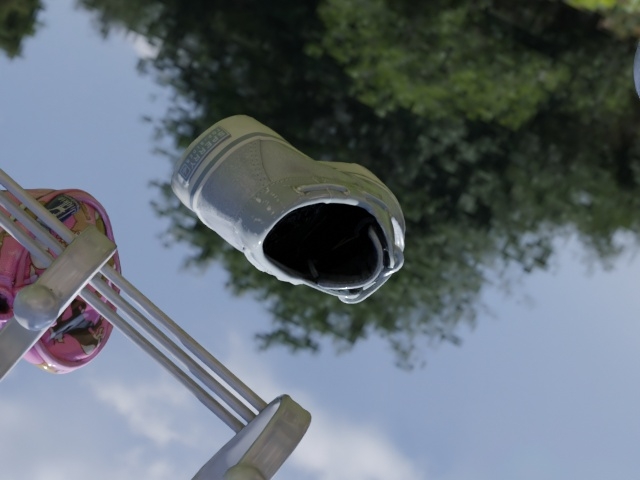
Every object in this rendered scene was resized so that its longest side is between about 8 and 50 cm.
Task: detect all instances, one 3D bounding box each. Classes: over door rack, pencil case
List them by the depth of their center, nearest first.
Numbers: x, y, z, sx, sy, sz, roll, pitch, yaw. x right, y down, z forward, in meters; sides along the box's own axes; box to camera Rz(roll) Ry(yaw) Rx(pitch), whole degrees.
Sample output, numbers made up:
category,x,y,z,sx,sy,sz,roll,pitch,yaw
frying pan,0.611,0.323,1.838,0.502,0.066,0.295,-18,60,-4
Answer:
category,x,y,z,sx,sy,sz,roll,pitch,yaw
over door rack,-0.180,0.092,0.696,0.239,0.324,0.108,43,-133,-4
pencil case,-0.368,0.021,1.306,0.386,0.160,0.167,5,148,22

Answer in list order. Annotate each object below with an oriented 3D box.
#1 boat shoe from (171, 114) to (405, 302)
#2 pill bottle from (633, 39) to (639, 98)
category,x,y,z,sx,sy,sz,roll,pitch,yaw
boat shoe,0.000,-0.001,0.840,0.081,0.079,0.227,48,-169,26
pill bottle,0.164,-0.109,0.469,0.112,0.186,0.112,4,-127,-5
